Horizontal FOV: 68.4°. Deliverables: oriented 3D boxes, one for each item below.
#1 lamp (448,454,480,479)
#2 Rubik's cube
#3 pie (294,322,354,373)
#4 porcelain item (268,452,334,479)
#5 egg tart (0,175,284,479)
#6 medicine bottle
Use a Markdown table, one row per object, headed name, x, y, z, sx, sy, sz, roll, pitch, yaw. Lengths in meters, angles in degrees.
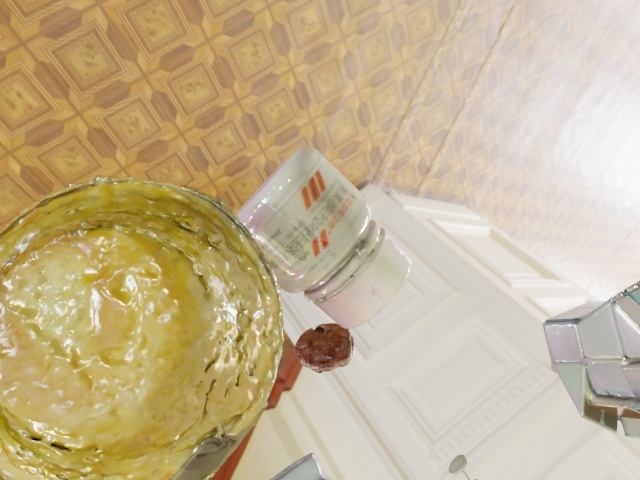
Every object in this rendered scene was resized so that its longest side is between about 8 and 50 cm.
| name | x | y | z | sx | sy | sz | roll | pitch | yaw |
| --- | --- | --- | --- | --- | --- | --- | --- | --- | --- |
| lamp | 0.298 | 0.487 | 0.980 | 0.050 | 0.056 | 0.198 | -46 | 177 | -3 |
| Rubik's cube | 0.764 | 0.298 | 1.165 | 0.387 | 0.358 | 0.368 | -10 | 85 | -36 |
| pie | 0.011 | 0.250 | 1.098 | 0.153 | 0.153 | 0.038 | -25 | 122 | -17 |
| porcelain item | 0.016 | 0.724 | 1.091 | 0.242 | 0.405 | 0.178 | -23 | 164 | -30 |
| egg tart | -0.255 | 0.113 | 0.596 | 0.443 | 0.443 | 0.178 | -29 | 174 | -13 |
| medicine bottle | 0.000 | 0.000 | 0.959 | 0.256 | 0.256 | 0.325 | -45 | 101 | 4 |
